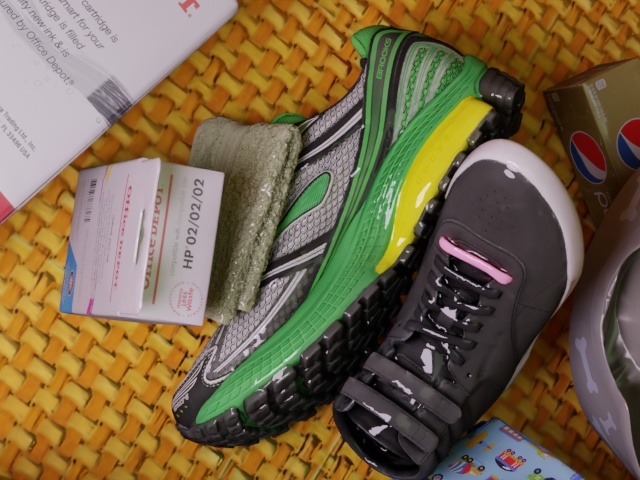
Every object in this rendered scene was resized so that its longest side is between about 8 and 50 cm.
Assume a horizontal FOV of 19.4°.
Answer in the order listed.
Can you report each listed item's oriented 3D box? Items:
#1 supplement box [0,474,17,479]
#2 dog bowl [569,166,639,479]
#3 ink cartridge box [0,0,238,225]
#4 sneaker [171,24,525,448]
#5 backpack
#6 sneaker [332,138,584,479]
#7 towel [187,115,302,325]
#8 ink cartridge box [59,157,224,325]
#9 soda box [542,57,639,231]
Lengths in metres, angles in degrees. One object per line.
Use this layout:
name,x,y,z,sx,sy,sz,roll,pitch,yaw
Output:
supplement box,-0.136,0.278,1.230,0.356,0.194,0.195,21,81,-22
dog bowl,0.338,0.053,1.434,0.348,0.102,0.349,-12,115,-28
ink cartridge box,-0.221,-0.140,1.244,0.273,0.114,0.197,-43,104,-17
sneaker,0.000,0.000,1.351,0.146,0.134,0.343,33,82,18
backpack,0.104,0.230,1.353,0.173,0.158,0.117,-28,126,-19
sneaker,0.089,0.064,1.280,0.104,0.296,0.147,33,55,16
towel,-0.069,-0.016,1.311,0.027,0.110,0.148,26,79,-40
ink cartridge box,-0.116,0.003,1.250,0.061,0.181,0.104,9,86,-23
soda box,0.243,-0.047,1.471,0.058,0.061,0.181,-26,99,-22
